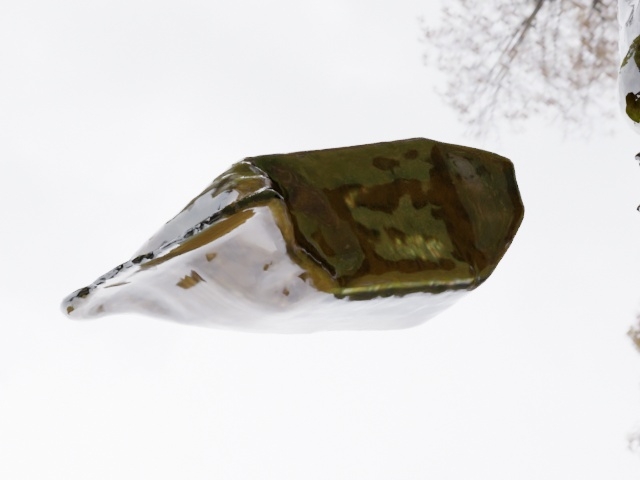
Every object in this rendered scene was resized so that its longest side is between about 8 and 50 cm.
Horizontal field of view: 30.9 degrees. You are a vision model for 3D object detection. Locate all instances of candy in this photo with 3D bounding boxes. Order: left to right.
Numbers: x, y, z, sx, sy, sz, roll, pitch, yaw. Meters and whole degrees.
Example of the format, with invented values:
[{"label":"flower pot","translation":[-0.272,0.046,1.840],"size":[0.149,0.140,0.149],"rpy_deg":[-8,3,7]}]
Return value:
[{"label":"candy","translation":[0.000,0.000,0.633],"size":[0.271,0.143,0.101],"rpy_deg":[-6,-113,-45]}]

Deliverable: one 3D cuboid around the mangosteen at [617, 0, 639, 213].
[{"label":"mangosteen","translation":[0.248,-0.107,0.614],"size":[0.216,0.216,0.216],"rpy_deg":[9,-123,-14]}]
